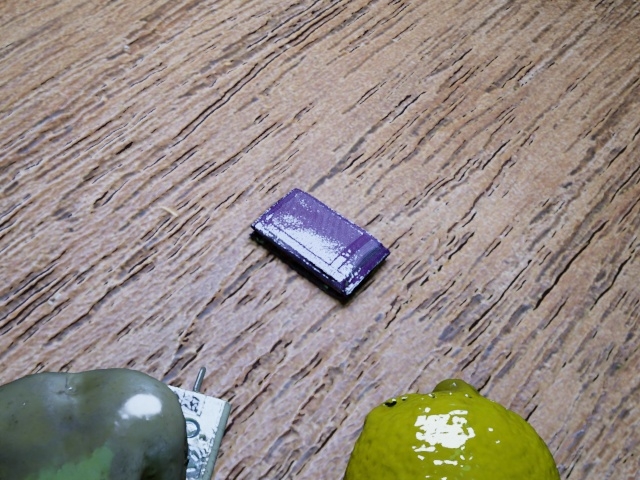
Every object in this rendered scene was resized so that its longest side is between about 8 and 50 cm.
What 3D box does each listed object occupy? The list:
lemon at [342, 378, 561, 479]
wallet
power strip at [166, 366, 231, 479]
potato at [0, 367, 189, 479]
[{"bbox_3d":[0.138,0.294,1.160,0.245,0.245,0.319,7,58,-9],"label":"lemon"},{"bbox_3d":[0.000,-0.001,1.481,0.166,0.030,0.111,35,54,13],"label":"wallet"},{"bbox_3d":[-0.167,0.255,1.246,0.092,0.034,0.268,16,52,-1],"label":"power strip"},{"bbox_3d":[-0.282,0.253,1.091,0.326,0.221,0.243,-20,43,-15],"label":"potato"}]
